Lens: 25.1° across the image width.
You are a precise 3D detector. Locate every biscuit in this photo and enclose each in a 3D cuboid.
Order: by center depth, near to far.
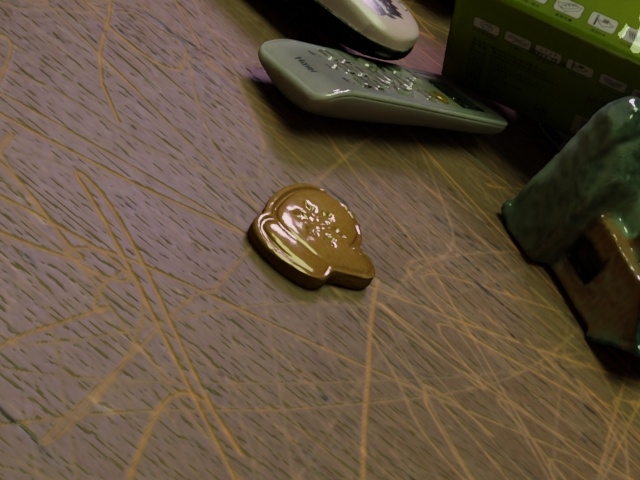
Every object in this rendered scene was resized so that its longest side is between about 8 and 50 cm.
[{"bbox_3d":[0.001,-0.001,1.281,0.118,0.023,0.140,37,31,-3],"label":"biscuit"}]

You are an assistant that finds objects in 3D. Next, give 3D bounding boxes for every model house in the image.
[{"bbox_3d":[0.392,0.046,1.481,0.267,0.194,0.325,10,45,-39],"label":"model house"}]

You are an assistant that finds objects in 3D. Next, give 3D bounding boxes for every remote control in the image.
[{"bbox_3d":[0.067,-0.150,1.514,0.313,0.055,0.109,4,30,-48],"label":"remote control"}]

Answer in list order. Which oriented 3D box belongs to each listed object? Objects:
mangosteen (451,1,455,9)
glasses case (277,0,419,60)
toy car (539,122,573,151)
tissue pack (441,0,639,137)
[{"bbox_3d":[0.204,-0.378,1.841,0.230,0.194,0.194,55,24,-26],"label":"mangosteen"},{"bbox_3d":[-0.026,-0.299,1.564,0.314,0.075,0.122,38,23,10],"label":"glasses case"},{"bbox_3d":[0.316,-0.143,1.744,0.080,0.070,0.170,-8,54,-50],"label":"toy car"},{"bbox_3d":[0.298,-0.231,1.619,0.275,0.200,0.167,27,65,11],"label":"tissue pack"}]
